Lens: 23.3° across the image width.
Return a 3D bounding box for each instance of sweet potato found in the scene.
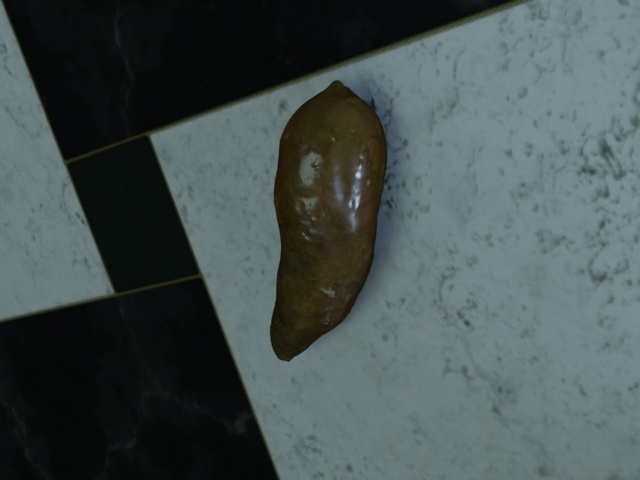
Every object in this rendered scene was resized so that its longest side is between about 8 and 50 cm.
[{"bbox_3d":[0.000,0.002,1.326,0.097,0.097,0.291,33,131,30],"label":"sweet potato"}]
